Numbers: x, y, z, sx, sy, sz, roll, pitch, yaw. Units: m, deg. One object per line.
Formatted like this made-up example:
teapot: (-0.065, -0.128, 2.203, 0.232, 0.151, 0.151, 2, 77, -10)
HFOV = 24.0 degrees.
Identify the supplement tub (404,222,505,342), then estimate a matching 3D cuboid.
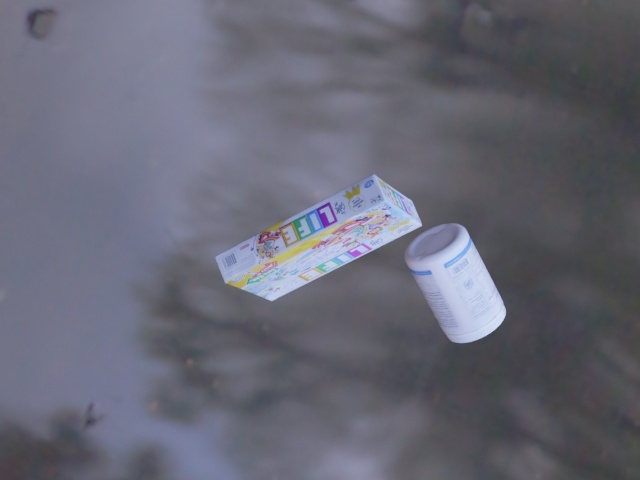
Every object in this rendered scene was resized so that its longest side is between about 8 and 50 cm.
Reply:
supplement tub: (0.137, 0.043, 1.534, 0.071, 0.071, 0.107, -48, 120, -36)

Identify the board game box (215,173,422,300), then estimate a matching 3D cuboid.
board game box: (0.000, 0.000, 1.281, 0.154, 0.026, 0.103, -27, 161, 15)
